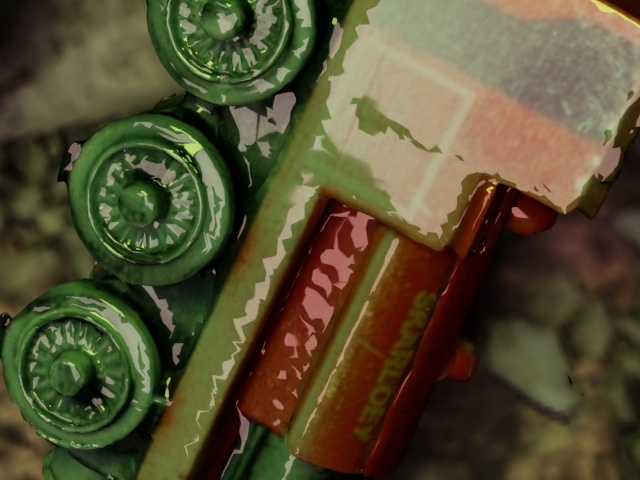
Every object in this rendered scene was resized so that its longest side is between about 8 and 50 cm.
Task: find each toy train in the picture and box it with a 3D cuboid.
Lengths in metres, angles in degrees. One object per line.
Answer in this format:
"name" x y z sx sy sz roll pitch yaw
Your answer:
"toy train" 0.000 0.000 0.455 0.118 0.074 0.176 27 105 11
